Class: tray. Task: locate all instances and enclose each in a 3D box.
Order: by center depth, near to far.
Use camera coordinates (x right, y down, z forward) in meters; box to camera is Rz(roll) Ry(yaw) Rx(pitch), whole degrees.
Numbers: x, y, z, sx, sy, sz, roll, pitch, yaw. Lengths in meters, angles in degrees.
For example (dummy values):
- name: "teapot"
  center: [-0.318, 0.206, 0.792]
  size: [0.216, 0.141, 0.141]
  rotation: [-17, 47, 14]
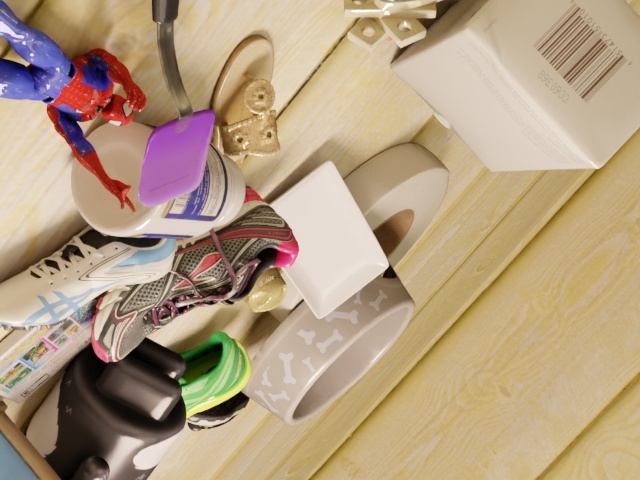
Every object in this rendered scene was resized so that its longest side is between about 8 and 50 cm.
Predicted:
- name: "tray"
  center: [0.000, 0.000, 1.503]
  size: [0.145, 0.030, 0.270]
  rotation: [-38, 138, -5]

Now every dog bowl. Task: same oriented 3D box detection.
- name: "dog bowl"
  center: [0.024, 0.182, 1.768]
  size: [0.349, 0.102, 0.349]
  rotation: [-39, 163, -15]

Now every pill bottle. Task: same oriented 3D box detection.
- name: "pill bottle"
  center: [-0.156, -0.057, 1.038]
  size: [0.112, 0.112, 0.186]
  rotation: [-50, 162, 14]

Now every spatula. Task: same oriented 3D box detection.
- name: "spatula"
  center: [-0.126, -0.161, 0.859]
  size: [0.084, 0.030, 0.296]
  rotation: [-29, 131, -43]

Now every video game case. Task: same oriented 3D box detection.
- name: "video game case"
  center: [-0.327, 0.123, 1.207]
  size: [0.157, 0.019, 0.143]
  rotation: [-42, 162, -10]

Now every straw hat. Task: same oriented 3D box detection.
- name: "straw hat"
  center: [-0.086, 0.072, 1.527]
  size: [0.144, 0.061, 0.144]
  rotation: [-31, 154, -17]

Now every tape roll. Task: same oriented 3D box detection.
- name: "tape roll"
  center: [0.064, 0.001, 1.738]
  size: [0.392, 0.072, 0.392]
  rotation: [-40, 161, -16]

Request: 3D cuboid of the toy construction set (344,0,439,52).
- name: "toy construction set"
  center: [0.138, -0.328, 1.040]
  size: [0.215, 0.151, 0.328]
  rotation: [-64, -178, -30]

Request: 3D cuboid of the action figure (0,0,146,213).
- name: "action figure"
  center: [-0.200, -0.109, 0.795]
  size: [0.091, 0.139, 0.280]
  rotation: [-47, 165, 8]

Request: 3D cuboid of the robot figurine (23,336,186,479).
- name: "robot figurine"
  center: [-0.289, 0.249, 1.326]
  size: [0.278, 0.173, 0.209]
  rotation: [-53, 158, 21]

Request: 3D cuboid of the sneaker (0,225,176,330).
- name: "sneaker"
  center: [-0.256, 0.026, 1.074]
  size: [0.237, 0.085, 0.086]
  rotation: [-26, 128, -40]

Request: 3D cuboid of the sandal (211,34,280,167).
- name: "sandal"
  center: [-0.078, -0.115, 1.141]
  size: [0.088, 0.079, 0.240]
  rotation: [-30, 156, -42]

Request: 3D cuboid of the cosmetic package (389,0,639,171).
- name: "cosmetic package"
  center: [0.241, -0.206, 1.224]
  size: [0.156, 0.217, 0.385]
  rotation: [-45, -170, -2]

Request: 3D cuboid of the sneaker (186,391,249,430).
- name: "sneaker"
  center: [-0.200, 0.309, 1.797]
  size: [0.097, 0.084, 0.234]
  rotation: [-48, 162, 12]

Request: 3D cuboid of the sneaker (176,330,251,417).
- name: "sneaker"
  center: [-0.244, 0.237, 1.551]
  size: [0.295, 0.109, 0.123]
  rotation: [-38, 138, -19]

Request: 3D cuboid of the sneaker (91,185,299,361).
- name: "sneaker"
  center: [-0.157, 0.049, 1.261]
  size: [0.299, 0.112, 0.121]
  rotation: [-39, 161, -24]

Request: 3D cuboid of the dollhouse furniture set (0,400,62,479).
- name: "dollhouse furniture set"
  center: [-0.448, 0.333, 1.099]
  size: [0.286, 0.198, 0.303]
  rotation: [-49, 162, 9]
